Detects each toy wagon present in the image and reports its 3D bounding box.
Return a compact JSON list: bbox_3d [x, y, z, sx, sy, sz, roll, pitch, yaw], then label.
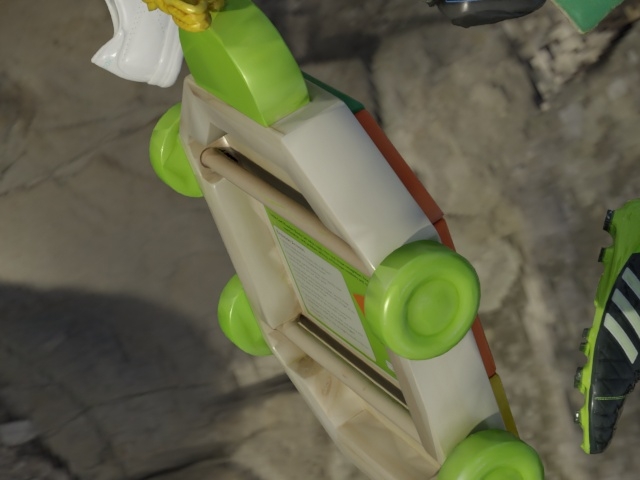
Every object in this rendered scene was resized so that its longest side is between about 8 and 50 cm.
[{"bbox_3d":[0.000,0.000,0.984,0.068,0.267,0.344,-31,122,-17],"label":"toy wagon"}]

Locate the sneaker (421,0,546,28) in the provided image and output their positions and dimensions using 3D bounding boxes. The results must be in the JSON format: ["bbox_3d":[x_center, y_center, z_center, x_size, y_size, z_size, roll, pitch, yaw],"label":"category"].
[{"bbox_3d":[0.060,-0.122,0.676,0.058,0.152,0.085,-4,88,7],"label":"sneaker"}]

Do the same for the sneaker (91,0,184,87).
[{"bbox_3d":[-0.158,-0.252,1.722,0.094,0.080,0.212,11,86,-15],"label":"sneaker"}]

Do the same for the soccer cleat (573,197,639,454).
[{"bbox_3d":[0.215,0.060,1.276,0.072,0.060,0.179,11,85,8],"label":"soccer cleat"}]

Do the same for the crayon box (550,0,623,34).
[{"bbox_3d":[0.130,-0.220,0.489,0.323,0.083,0.203,-40,101,18],"label":"crayon box"}]
